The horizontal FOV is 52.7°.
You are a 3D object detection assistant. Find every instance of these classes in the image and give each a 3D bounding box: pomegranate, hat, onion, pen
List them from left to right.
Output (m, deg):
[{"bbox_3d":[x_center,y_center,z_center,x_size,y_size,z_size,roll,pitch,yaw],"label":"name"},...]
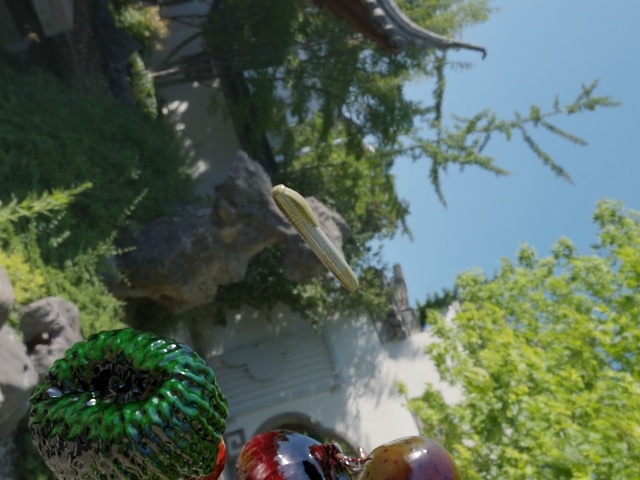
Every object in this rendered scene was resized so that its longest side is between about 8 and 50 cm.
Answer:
[{"bbox_3d":[-0.260,0.306,0.999,0.242,0.274,0.332,-59,145,-32],"label":"hat"},{"bbox_3d":[-0.026,0.468,1.262,0.273,0.285,0.273,40,10,-8],"label":"onion"},{"bbox_3d":[0.000,0.000,0.962,0.233,0.040,0.032,50,36,-36],"label":"pen"},{"bbox_3d":[0.197,0.643,1.621,0.323,0.291,0.290,-33,-111,50],"label":"pomegranate"}]
